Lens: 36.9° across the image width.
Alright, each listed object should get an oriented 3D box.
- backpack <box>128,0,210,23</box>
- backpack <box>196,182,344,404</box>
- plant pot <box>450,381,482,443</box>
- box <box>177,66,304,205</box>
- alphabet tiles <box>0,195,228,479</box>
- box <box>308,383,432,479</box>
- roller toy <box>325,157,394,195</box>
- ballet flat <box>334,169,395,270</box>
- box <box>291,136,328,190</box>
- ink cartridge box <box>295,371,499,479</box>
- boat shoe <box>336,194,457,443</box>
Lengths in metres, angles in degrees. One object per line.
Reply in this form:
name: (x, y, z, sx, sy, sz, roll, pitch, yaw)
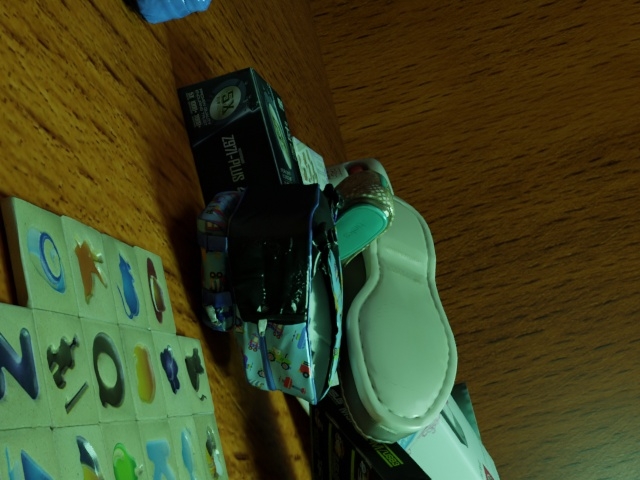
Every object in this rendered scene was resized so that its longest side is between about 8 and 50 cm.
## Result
backpack: (-0.126, -0.247, 0.802, 0.098, 0.101, 0.120, -76, 155, -63)
backpack: (-0.037, 0.048, 0.818, 0.158, 0.117, 0.173, -80, 168, -72)
plant pot: (0.209, 0.423, 1.753, 0.290, 0.196, 0.290, -14, 90, -84)
box: (-0.071, -0.083, 0.992, 0.180, 0.078, 0.147, 15, 60, -83)
alphabet tiles: (-0.102, 0.131, 0.544, 0.342, 0.011, 0.285, 44, 31, -78)
box: (0.044, 0.259, 0.892, 0.184, 0.045, 0.190, -140, -136, -61)
roller toy: (0.048, -0.038, 1.624, 0.191, 0.146, 0.209, 98, -21, -77)
ballet flat: (0.000, 0.000, 0.932, 0.073, 0.206, 0.067, 37, 40, -23)
box: (-0.038, -0.097, 1.381, 0.324, 0.067, 0.063, -4, 80, -83)
ink cartridge box: (0.093, 0.218, 1.148, 0.306, 0.131, 0.226, 58, 8, -8)
boat shoe: (0.055, 0.079, 0.945, 0.117, 0.096, 0.324, 25, 34, -19)
